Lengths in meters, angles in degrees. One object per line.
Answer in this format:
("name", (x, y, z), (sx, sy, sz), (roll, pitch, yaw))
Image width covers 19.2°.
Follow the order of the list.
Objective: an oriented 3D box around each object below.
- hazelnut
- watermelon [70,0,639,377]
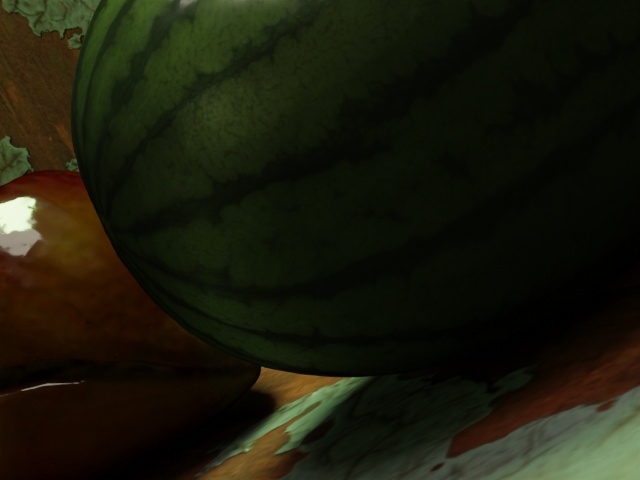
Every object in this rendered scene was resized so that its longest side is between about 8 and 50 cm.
("hazelnut", (-0.132, 0.056, 1.118), (0.208, 0.208, 0.208), (-29, 10, 6))
("watermelon", (0.054, -0.084, 0.949), (0.359, 0.279, 0.279), (-30, 10, -7))
